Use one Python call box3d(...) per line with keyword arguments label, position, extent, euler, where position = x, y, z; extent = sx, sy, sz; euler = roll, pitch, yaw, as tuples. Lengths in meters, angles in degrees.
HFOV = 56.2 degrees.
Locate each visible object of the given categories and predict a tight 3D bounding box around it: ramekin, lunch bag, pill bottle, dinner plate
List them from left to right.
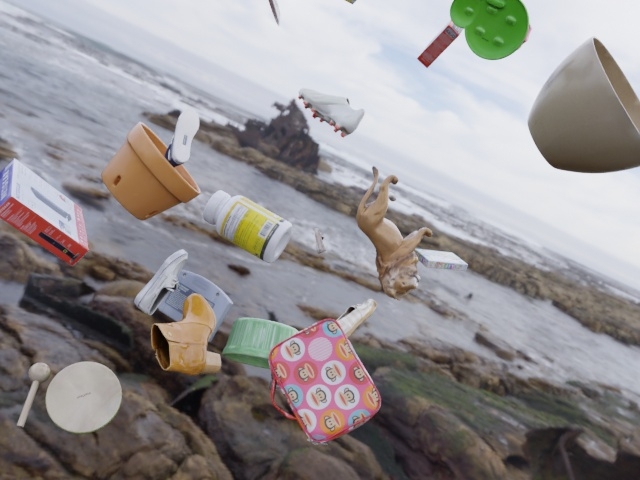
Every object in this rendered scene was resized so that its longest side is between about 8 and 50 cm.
box3d(label="pill bottle", position=(-0.296, -0.064, 2.418), extent=(0.334, 0.188, 0.188), euler=(30, 9, 10))
box3d(label="ramekin", position=(-0.221, 0.407, 2.351), extent=(0.304, 0.148, 0.303), euler=(10, -20, 4))
box3d(label="dinner plate", position=(-0.143, -0.718, 1.805), extent=(0.017, 0.141, 0.141), euler=(-19, 14, -3))
box3d(label="lunch bag", position=(-0.005, 0.382, 1.592), extent=(0.293, 0.258, 0.120), euler=(61, -7, 17))

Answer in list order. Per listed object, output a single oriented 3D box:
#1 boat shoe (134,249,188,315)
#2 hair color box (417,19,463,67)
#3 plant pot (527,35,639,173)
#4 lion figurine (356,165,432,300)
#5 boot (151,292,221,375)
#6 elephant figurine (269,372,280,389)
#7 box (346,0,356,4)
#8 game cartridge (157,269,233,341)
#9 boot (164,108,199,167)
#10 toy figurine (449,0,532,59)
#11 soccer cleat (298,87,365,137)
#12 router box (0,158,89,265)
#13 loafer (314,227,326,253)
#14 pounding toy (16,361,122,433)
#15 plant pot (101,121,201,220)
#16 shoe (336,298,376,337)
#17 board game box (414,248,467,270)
box3d(label="boat shoe", position=(-0.568, 0.156, 2.207), extent=(0.088, 0.267, 0.096), euler=(36, -14, 16))
box3d(label="hair color box", position=(0.399, -0.656, 1.972), extent=(0.053, 0.167, 0.093), euler=(41, 51, -8))
box3d(label="plant pot", position=(0.555, -0.254, 1.265), extent=(0.284, 0.191, 0.284), euler=(30, 46, -36))
box3d(label="lion figurine", position=(0.208, -0.018, 1.909), extent=(0.392, 0.240, 0.142), euler=(52, -18, -10))
box3d(label="boot", position=(-0.405, 0.256, 1.750), extent=(0.211, 0.104, 0.295), euler=(27, 31, -50))
box3d(label="elephant figurine", position=(-0.106, 0.453, 2.033), extent=(0.240, 0.186, 0.169), euler=(-7, 28, 23))
box3d(label="box", position=(0.111, -0.877, 2.071), extent=(0.043, 0.105, 0.179), euler=(52, 26, 6))
box3d(label="game cartridge", position=(-0.486, 0.236, 2.306), extent=(0.297, 0.198, 0.062), euler=(27, -12, 25))
box3d(label="boot", position=(-0.431, -0.310, 1.832), extent=(0.069, 0.190, 0.086), euler=(29, -30, -35))
box3d(label="toy figurine", position=(0.375, -0.453, 1.268), extent=(0.173, 0.130, 0.159), euler=(37, 28, 21))
box3d(label="soccer cleat", position=(0.024, -0.301, 1.353), extent=(0.196, 0.076, 0.068), euler=(43, -3, 37))
box3d(label="router box", position=(-0.942, -0.098, 2.032), extent=(0.301, 0.082, 0.335), euler=(45, 3, -37))
box3d(label="loafer", position=(0.000, 0.000, 2.540), extent=(0.039, 0.125, 0.045), euler=(-12, -35, 6))
box3d(label="pounding toy", position=(-0.646, 0.418, 1.568), extent=(0.237, 0.182, 0.110), euler=(9, -29, -17))
box3d(label="plant pot", position=(-0.554, -0.202, 1.914), extent=(0.291, 0.203, 0.291), euler=(52, 0, 0))
box3d(label="shoe", position=(0.098, 0.221, 1.767), extent=(0.058, 0.076, 0.219), euler=(53, 40, 0))
box3d(label="board game box", position=(0.400, 0.065, 2.010), extent=(0.154, 0.026, 0.103), euler=(6, 20, -22))
